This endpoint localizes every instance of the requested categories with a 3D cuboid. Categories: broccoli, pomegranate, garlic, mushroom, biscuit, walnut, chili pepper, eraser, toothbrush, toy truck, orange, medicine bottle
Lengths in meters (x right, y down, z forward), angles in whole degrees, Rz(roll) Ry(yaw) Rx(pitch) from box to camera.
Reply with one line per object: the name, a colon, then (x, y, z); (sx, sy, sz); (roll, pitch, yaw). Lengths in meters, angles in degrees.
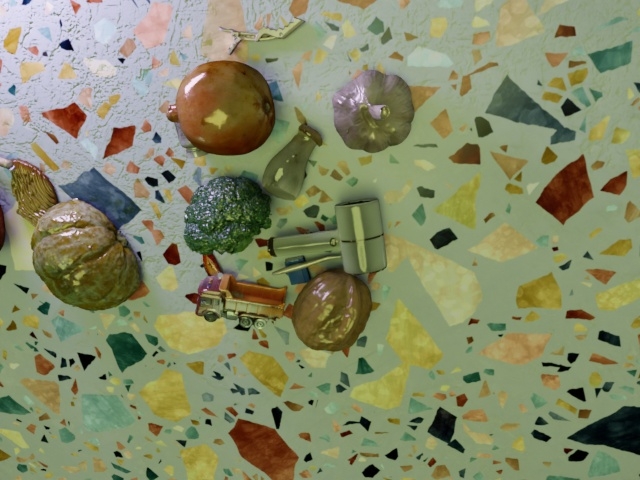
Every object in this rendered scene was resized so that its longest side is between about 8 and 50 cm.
broccoli: (-0.263, -0.060, 1.316); (0.269, 0.261, 0.241); (-28, 138, -21)
pomegranate: (-0.255, -0.329, 1.174); (0.270, 0.252, 0.229); (-3, 107, 14)
garlic: (0.130, -0.316, 1.148); (0.219, 0.212, 0.218); (1, 108, 3)
mushroom: (-1.019, -0.235, 1.413); (0.187, 0.061, 0.060); (4, 101, 14)
biscuit: (-0.916, -0.144, 1.460); (0.176, 0.031, 0.228); (-30, 105, 17)
walnut: (0.036, 0.201, 1.374); (0.224, 0.257, 0.257); (13, 118, -33)
chili pepper: (-0.355, 0.059, 1.466); (0.045, 0.027, 0.178); (-19, 109, 10)
eraser: (-0.071, 0.093, 1.440); (0.063, 0.027, 0.084); (-11, 110, 13)
mushroom: (-0.083, -0.216, 1.290); (0.116, 0.093, 0.225); (21, 104, -13)
toothbrush: (-0.002, 0.056, 1.397); (0.307, 0.025, 0.029); (-16, 101, 5)
toy truck: (-0.246, 0.190, 1.445); (0.270, 0.114, 0.135); (9, 117, -6)
orange: (-0.747, 0.071, 1.433); (0.271, 0.210, 0.368); (-22, 110, 13)
medicine bottle: (-0.359, -0.304, 1.290); (0.079, 0.079, 0.140); (-7, 111, 11)

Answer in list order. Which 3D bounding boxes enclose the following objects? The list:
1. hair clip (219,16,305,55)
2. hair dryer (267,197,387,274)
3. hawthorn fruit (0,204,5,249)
hair clip: (-0.147, -0.527, 1.195); (0.226, 0.034, 0.072); (-4, 115, 8)
hair dryer: (0.000, 0.000, 1.327); (0.362, 0.128, 0.203); (-6, 101, 13)
hawthorn fruit: (-1.115, -0.046, 1.410); (0.295, 0.295, 0.311); (31, 89, -5)
